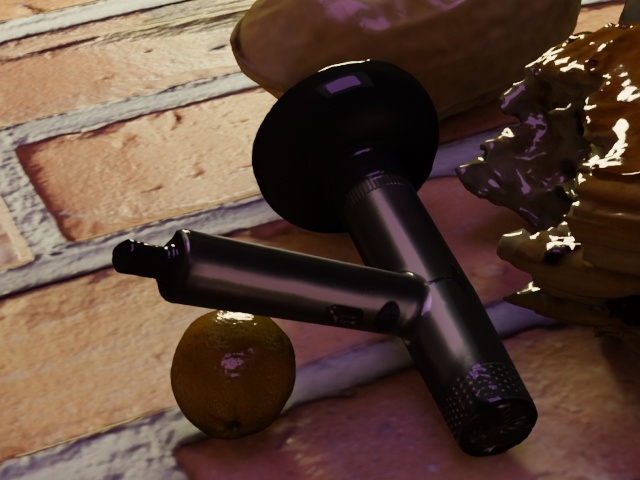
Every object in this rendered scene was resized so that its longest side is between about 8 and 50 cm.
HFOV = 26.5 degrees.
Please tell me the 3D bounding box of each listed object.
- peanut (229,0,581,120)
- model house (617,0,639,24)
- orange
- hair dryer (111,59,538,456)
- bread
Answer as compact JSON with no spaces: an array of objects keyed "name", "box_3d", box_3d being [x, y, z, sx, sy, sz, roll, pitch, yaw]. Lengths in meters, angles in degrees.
[{"name":"peanut","box_3d":[0.090,-0.193,1.250,0.340,0.174,0.158,-26,8,-26]},{"name":"model house","box_3d":[0.423,-0.240,1.263,0.195,0.214,0.189,24,5,35]},{"name":"orange","box_3d":[-0.059,0.091,0.918,0.085,0.085,0.095,-2,46,0]},{"name":"hair dryer","box_3d":[0.005,-0.021,0.945,0.284,0.156,0.320,33,23,-33]},{"name":"bread","box_3d":[0.267,-0.028,0.990,0.370,0.191,0.314,10,39,44]}]
